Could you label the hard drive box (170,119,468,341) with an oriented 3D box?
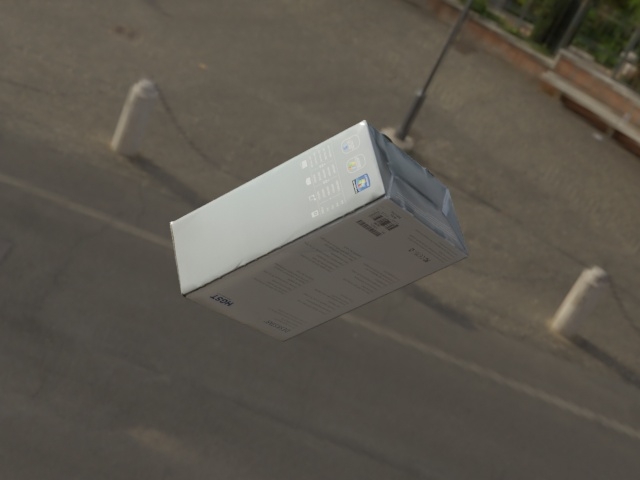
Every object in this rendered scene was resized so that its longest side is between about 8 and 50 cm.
[{"bbox_3d":[0.000,0.000,1.101,0.181,0.232,0.089,32,37,-53],"label":"hard drive box"}]
